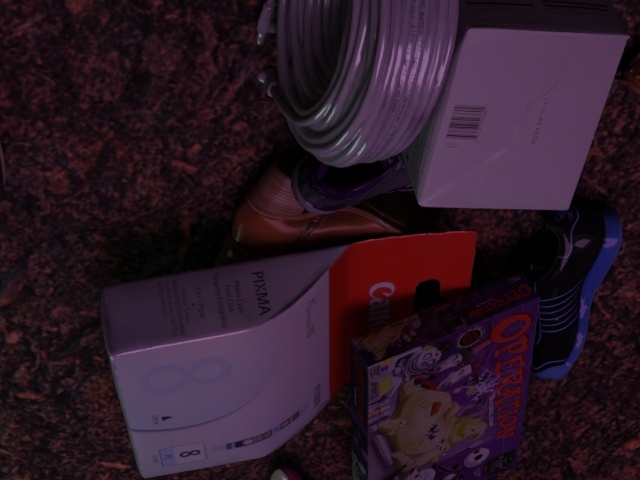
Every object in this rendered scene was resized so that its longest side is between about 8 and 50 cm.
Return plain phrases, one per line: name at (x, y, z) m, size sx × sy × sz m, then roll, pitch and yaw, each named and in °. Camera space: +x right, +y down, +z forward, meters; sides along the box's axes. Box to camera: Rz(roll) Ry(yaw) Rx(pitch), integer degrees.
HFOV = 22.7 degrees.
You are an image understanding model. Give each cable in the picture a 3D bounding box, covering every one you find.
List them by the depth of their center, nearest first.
cable at (0.033, -0.188, 1.350) m, size 0.089 × 0.257 × 0.257 m, roll 2°, pitch 131°, yaw -21°

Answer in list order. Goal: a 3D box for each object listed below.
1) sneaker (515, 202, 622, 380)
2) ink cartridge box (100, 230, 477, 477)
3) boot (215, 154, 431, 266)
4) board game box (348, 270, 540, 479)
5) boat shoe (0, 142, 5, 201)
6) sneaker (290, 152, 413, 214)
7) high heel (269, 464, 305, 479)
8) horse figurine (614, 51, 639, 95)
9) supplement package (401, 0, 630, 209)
sneaker at (0.252, 0.055, 1.750) m, size 0.090 × 0.081 × 0.232 m, roll 5°, pitch 123°, yaw -14°
ink cartridge box at (-0.024, 0.127, 1.687) m, size 0.385 × 0.091 × 0.308 m, roll -8°, pitch 148°, yaw -4°
boot at (0.000, 0.000, 1.644) m, size 0.197 × 0.073 × 0.152 m, roll 21°, pitch 125°, yaw -18°
board game box at (0.135, 0.189, 1.793) m, size 0.208 × 0.056 × 0.347 m, roll -25°, pitch 144°, yaw -16°
boat shoe at (-0.357, -0.103, 1.444) m, size 0.095 × 0.095 × 0.257 m, roll -17°, pitch 133°, yaw 3°
sneaker at (0.084, -0.083, 1.532) m, size 0.224 × 0.098 × 0.083 m, roll -25°, pitch 92°, yaw -10°
high heel at (0.015, 0.347, 1.972) m, size 0.117 × 0.082 × 0.244 m, roll -33°, pitch 123°, yaw -22°
horse figurine at (0.441, -0.149, 1.551) m, size 0.263 × 0.066 × 0.174 m, roll 18°, pitch 145°, yaw -16°
supplement package at (0.155, -0.165, 1.436) m, size 0.149 × 0.203 × 0.194 m, roll 2°, pitch 130°, yaw -14°
